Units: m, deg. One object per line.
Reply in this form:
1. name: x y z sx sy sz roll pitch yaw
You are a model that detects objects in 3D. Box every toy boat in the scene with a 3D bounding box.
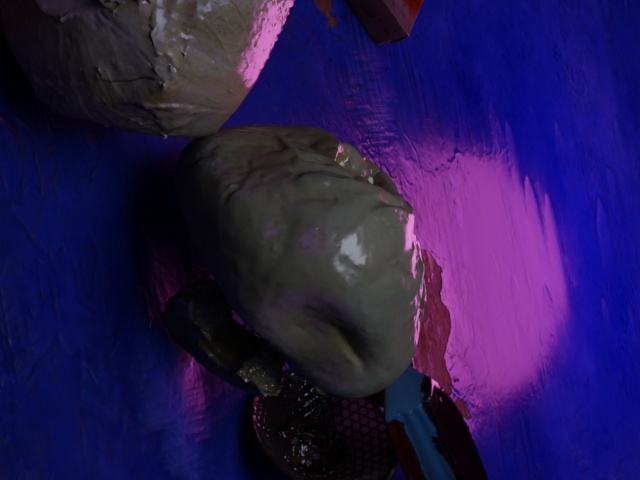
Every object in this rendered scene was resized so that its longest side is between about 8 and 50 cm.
1. toy boat: 0.147 0.266 1.945 0.392 0.079 0.136 61 29 -56

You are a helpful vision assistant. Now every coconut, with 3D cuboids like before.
1. coconut: -0.185 -0.252 1.579 0.254 0.297 0.297 2 80 -56

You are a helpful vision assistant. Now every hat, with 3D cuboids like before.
1. hat: -0.009 0.251 1.861 0.193 0.082 0.193 18 40 -16

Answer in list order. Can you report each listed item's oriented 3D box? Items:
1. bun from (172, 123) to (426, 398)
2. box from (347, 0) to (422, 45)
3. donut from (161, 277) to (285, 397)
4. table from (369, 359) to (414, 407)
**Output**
1. bun: 0.000 0.000 1.721 0.361 0.213 0.361 53 8 -11
2. box: 0.080 -0.362 2.143 0.156 0.060 0.111 50 44 -34
3. donut: -0.111 0.104 1.725 0.065 0.108 0.166 -52 121 -20
4. table: 0.064 0.177 1.964 0.083 0.082 0.070 -3 83 -53
